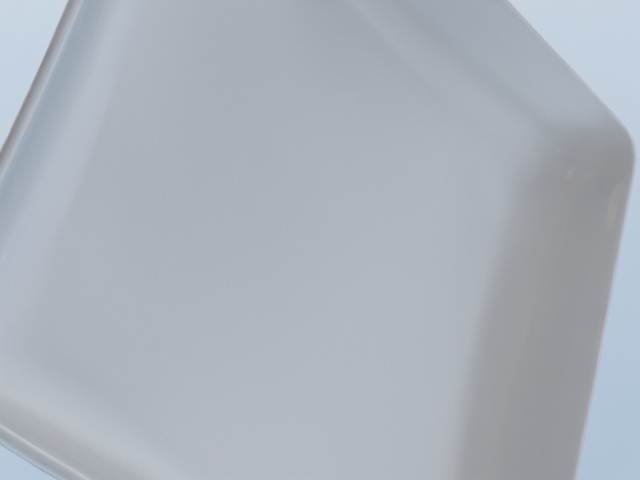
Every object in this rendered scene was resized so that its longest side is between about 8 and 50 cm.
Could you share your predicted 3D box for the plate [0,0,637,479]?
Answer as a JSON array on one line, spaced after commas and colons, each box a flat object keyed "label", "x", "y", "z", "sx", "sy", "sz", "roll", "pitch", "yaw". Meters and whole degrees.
[{"label": "plate", "x": 0.000, "y": 0.000, "z": 0.637, "sx": 0.045, "sy": 0.277, "sz": 0.278, "roll": -15, "pitch": -133, "yaw": 39}]
